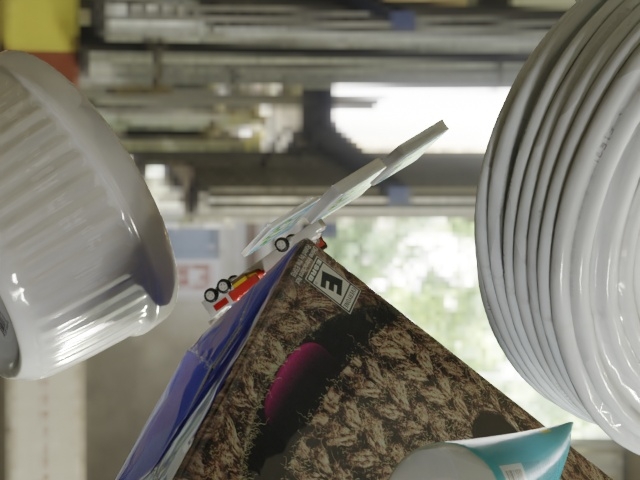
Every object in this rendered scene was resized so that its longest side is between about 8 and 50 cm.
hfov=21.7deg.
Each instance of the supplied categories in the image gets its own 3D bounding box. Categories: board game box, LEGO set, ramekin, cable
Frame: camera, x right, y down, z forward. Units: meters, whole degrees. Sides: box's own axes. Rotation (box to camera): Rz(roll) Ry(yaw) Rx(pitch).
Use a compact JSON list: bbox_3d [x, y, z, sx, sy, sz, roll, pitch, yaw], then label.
[{"bbox_3d":[0.029,0.187,0.985,0.141,0.291,0.232,-44,-167,40],"label":"board game box"},{"bbox_3d":[0.000,0.000,1.376,0.182,0.060,0.244,-32,176,-26],"label":"LEGO set"},{"bbox_3d":[-0.197,-0.008,1.075,0.109,0.207,0.207,-34,-162,-27],"label":"ramekin"},{"bbox_3d":[0.195,-0.018,0.768,0.257,0.257,0.089,-10,-153,-24],"label":"cable"}]

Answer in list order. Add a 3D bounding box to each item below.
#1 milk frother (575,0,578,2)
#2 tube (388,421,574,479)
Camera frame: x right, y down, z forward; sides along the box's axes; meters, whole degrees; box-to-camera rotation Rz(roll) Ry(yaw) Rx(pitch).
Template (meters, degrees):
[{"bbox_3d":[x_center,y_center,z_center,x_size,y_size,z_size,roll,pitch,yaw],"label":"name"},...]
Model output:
[{"bbox_3d":[0.416,-0.325,2.088,0.143,0.129,0.135,25,-179,-32],"label":"milk frother"},{"bbox_3d":[0.087,0.122,0.796,0.052,0.080,0.207,26,-177,21],"label":"tube"}]
